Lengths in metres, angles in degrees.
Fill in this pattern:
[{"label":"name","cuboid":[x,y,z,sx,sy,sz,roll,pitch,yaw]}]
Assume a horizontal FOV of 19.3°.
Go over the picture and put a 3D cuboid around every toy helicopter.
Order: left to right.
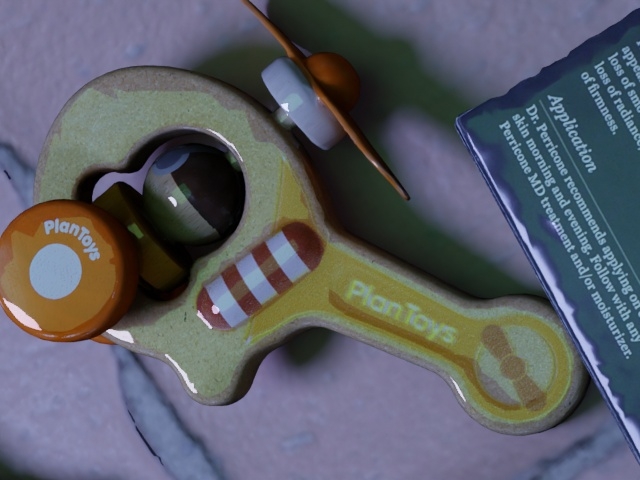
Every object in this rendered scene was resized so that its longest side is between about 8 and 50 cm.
[{"label":"toy helicopter","cuboid":[0.000,0.000,1.111,0.355,0.140,0.235,24,90,11]}]

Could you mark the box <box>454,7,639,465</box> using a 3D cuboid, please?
[{"label":"box","cuboid":[0.298,0.009,0.930,0.312,0.179,0.343,-32,78,22]}]
